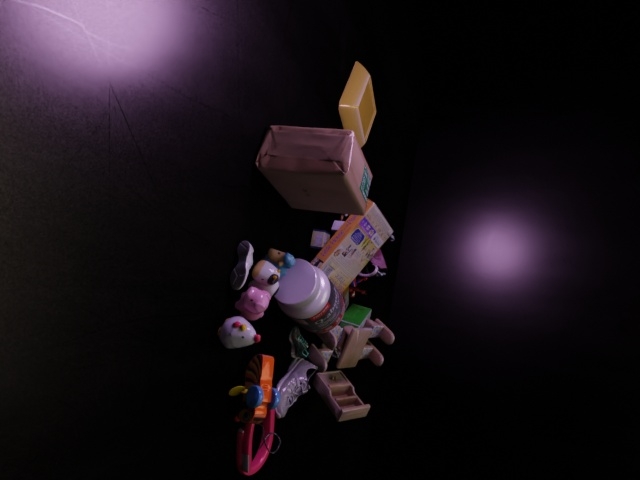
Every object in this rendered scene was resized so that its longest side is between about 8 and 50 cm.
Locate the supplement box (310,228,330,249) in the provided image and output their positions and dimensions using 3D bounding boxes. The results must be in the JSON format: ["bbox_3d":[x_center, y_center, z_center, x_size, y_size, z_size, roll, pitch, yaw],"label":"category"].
[{"bbox_3d":[0.000,0.000,1.915,0.083,0.056,0.083,25,74,-68],"label":"supplement box"}]

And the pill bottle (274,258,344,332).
[{"bbox_3d":[-0.046,0.215,1.662,0.363,0.210,0.210,55,47,-61],"label":"pill bottle"}]

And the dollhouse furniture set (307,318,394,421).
[{"bbox_3d":[0.146,0.594,2.036,0.362,0.256,0.394,7,113,-37],"label":"dollhouse furniture set"}]

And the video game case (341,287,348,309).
[{"bbox_3d":[0.110,0.299,2.330,0.204,0.025,0.285,-57,153,-48],"label":"video game case"}]

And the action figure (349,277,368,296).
[{"bbox_3d":[0.218,0.194,2.455,0.091,0.139,0.280,-26,124,-64],"label":"action figure"}]

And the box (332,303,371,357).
[{"bbox_3d":[0.182,0.515,2.441,0.262,0.127,0.231,-31,134,-66],"label":"box"}]

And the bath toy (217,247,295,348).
[{"bbox_3d":[-0.195,0.185,1.375,0.151,0.129,0.348,69,35,-42],"label":"bath toy"}]

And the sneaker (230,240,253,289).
[{"bbox_3d":[-0.234,0.081,1.344,0.061,0.054,0.152,49,52,-67],"label":"sneaker"}]

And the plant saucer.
[{"bbox_3d":[0.199,-0.650,2.165,0.332,0.081,0.332,67,38,-54],"label":"plant saucer"}]

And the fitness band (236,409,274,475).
[{"bbox_3d":[-0.233,0.708,1.586,0.209,0.054,0.290,-26,122,-69],"label":"fitness band"}]

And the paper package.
[{"bbox_3d":[-0.004,-0.228,1.469,0.325,0.310,0.168,50,51,-64],"label":"paper package"}]

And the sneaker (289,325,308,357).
[{"bbox_3d":[-0.085,0.425,1.824,0.065,0.076,0.166,-55,147,-51],"label":"sneaker"}]

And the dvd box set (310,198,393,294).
[{"bbox_3d":[0.139,0.044,1.969,0.420,0.062,0.307,-50,145,-2],"label":"dvd box set"}]

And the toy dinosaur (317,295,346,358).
[{"bbox_3d":[0.057,0.430,2.188,0.160,0.121,0.313,57,39,-77],"label":"toy dinosaur"}]

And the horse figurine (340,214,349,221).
[{"bbox_3d":[0.153,-0.168,2.243,0.263,0.066,0.174,-54,152,-47],"label":"horse figurine"}]

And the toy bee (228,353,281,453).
[{"bbox_3d":[-0.228,0.536,1.442,0.195,0.162,0.298,44,36,-27],"label":"toy bee"}]

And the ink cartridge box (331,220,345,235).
[{"bbox_3d":[0.154,-0.036,2.128,0.104,0.180,0.060,70,33,-51],"label":"ink cartridge box"}]

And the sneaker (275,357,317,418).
[{"bbox_3d":[-0.103,0.598,1.785,0.281,0.115,0.105,-60,150,-44],"label":"sneaker"}]

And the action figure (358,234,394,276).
[{"bbox_3d":[0.226,0.006,2.259,0.276,0.248,0.369,-1,84,-58],"label":"action figure"}]
